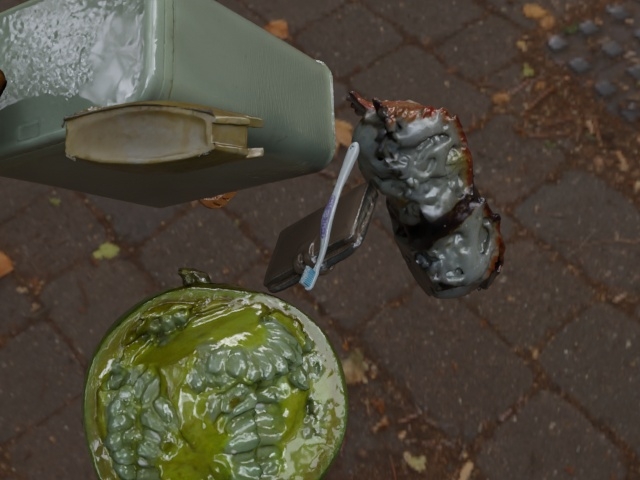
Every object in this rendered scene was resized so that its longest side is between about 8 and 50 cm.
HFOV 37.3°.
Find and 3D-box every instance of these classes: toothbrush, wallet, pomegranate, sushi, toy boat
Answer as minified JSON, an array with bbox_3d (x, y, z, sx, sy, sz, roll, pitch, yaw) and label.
[{"bbox_3d":[0.009,-0.021,0.740,0.011,0.013,0.131,-5,57,45],"label":"toothbrush"},{"bbox_3d":[0.000,0.000,1.110,0.152,0.039,0.118,-27,27,36],"label":"wallet"},{"bbox_3d":[-0.104,0.198,0.934,0.260,0.260,0.341,1,90,11],"label":"pomegranate"},{"bbox_3d":[0.134,-0.048,1.161,0.130,0.332,0.124,-30,27,-13],"label":"sushi"},{"bbox_3d":[-0.142,-0.090,0.841,0.206,0.072,0.064,4,95,28],"label":"toy boat"}]

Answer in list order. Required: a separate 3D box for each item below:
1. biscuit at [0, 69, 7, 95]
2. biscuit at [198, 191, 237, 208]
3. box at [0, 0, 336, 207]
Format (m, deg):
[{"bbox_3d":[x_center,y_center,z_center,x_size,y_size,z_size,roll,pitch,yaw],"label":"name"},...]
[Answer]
[{"bbox_3d":[-0.370,-0.101,0.945,0.228,0.031,0.176,-19,44,52],"label":"biscuit"},{"bbox_3d":[-0.173,-0.097,1.585,0.091,0.078,0.015,-51,27,-24],"label":"biscuit"},{"bbox_3d":[-0.211,-0.163,1.144,0.352,0.344,0.177,-10,77,34],"label":"box"}]
